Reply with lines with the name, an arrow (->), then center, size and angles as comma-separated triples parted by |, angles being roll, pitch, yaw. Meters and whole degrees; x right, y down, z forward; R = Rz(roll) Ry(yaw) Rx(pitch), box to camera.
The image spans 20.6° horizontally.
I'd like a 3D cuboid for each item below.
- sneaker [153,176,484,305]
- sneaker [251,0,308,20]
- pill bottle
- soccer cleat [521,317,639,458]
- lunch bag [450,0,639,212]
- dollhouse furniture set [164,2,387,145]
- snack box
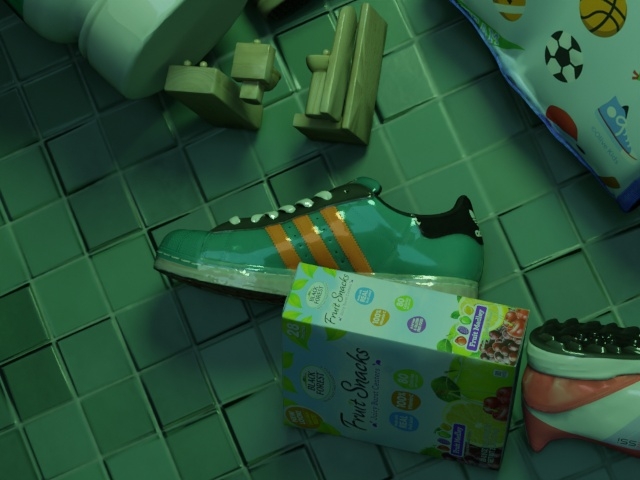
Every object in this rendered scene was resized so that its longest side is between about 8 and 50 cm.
sneaker -> 0.000, 0.000, 1.631 | 0.302, 0.108, 0.121 | 5, 82, 0
sneaker -> 0.007, -0.289, 1.681 | 0.188, 0.066, 0.071 | -33, 79, 2
pill bottle -> -0.241, -0.313, 1.623 | 0.361, 0.204, 0.204 | 44, 90, 10
soccer cleat -> 0.338, 0.149, 1.578 | 0.318, 0.108, 0.116 | 7, 108, 4
lunch bag -> 0.315, -0.258, 1.549 | 0.385, 0.239, 0.328 | -42, 80, 24
dollhouse furniture set -> -0.039, -0.172, 1.647 | 0.151, 0.144, 0.123 | 6, 78, 22
snack box -> 0.072, 0.115, 1.566 | 0.207, 0.174, 0.070 | 12, 52, 10
